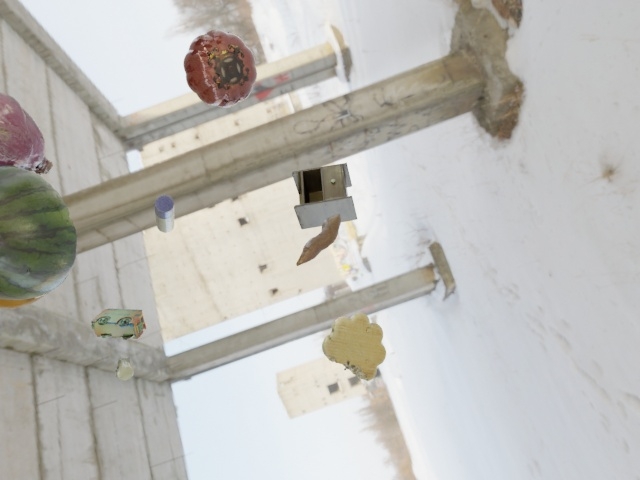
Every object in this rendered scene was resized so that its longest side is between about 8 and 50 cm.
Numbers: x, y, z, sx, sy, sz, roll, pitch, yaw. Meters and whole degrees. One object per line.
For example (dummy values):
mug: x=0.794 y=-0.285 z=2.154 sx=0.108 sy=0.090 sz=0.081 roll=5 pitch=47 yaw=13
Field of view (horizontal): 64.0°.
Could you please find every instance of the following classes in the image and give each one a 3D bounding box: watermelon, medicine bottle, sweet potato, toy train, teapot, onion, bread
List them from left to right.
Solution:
watermelon: x=-0.752 y=0.005 z=1.171 sx=0.331 sy=0.330 sz=0.189 roll=70 pitch=-159 yaw=-7
onion: x=-0.945 y=-0.265 z=1.512 sx=0.349 sy=0.267 sz=0.159 roll=48 pitch=-149 yaw=-46
toy train: x=-0.688 y=0.283 z=1.752 sx=0.099 sy=0.188 sz=0.072 roll=-67 pitch=-26 yaw=-58
teapot: x=-0.725 y=0.470 z=1.886 sx=0.083 sy=0.067 sz=0.057 roll=46 pitch=161 yaw=58
medicine bottle: x=-0.495 y=-0.081 z=1.631 sx=0.231 sy=0.059 sz=0.059 roll=138 pitch=114 yaw=-69
sweet potato: x=0.003 y=0.001 z=1.525 sx=0.065 sy=0.218 sz=0.051 roll=21 pitch=148 yaw=32
bread: x=0.117 y=0.328 z=1.625 sx=0.250 sy=0.182 sz=0.039 roll=38 pitch=163 yaw=-30

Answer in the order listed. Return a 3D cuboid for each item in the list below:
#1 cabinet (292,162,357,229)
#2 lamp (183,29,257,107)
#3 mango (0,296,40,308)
cabinet: x=0.014 y=-0.169 z=1.903 sx=0.148 sy=0.215 sz=0.175 roll=72 pitch=-170 yaw=-55
lamp: x=-0.247 y=-0.417 z=1.254 sx=0.140 sy=0.182 sz=0.182 roll=17 pitch=133 yaw=55
mango: x=-0.976 y=0.135 z=1.626 sx=0.187 sy=0.359 sz=0.144 roll=-98 pitch=-11 yaw=-54
